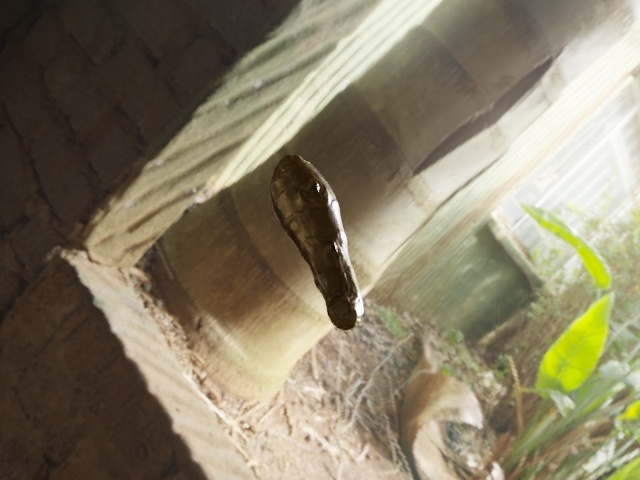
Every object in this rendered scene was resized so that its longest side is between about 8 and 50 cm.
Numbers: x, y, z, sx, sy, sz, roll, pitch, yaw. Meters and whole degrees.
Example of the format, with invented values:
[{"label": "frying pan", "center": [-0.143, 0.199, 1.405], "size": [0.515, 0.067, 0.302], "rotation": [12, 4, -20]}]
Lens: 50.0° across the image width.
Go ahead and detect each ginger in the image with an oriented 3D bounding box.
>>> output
[{"label": "ginger", "center": [0.000, 0.000, 0.889], "size": [0.295, 0.086, 0.131], "rotation": [-113, -164, -45]}]
